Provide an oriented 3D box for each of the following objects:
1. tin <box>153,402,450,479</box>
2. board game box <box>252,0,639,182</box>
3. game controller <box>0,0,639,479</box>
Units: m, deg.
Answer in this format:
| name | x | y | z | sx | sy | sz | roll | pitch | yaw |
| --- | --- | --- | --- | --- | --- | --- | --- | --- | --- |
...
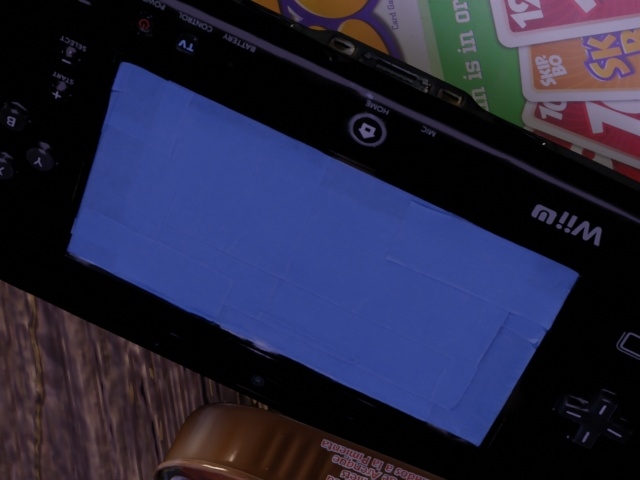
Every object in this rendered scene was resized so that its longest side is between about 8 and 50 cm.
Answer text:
| name | x | y | z | sx | sy | sz | roll | pitch | yaw |
| --- | --- | --- | --- | --- | --- | --- | --- | --- | --- |
| tin | 0.024 | 0.119 | 0.737 | 0.190 | 0.040 | 0.106 | 20 | 151 | 14 |
| board game box | 0.022 | -0.074 | 0.694 | 0.259 | 0.039 | 0.124 | 11 | 114 | 22 |
| game controller | 0.000 | 0.000 | 0.674 | 0.319 | 0.067 | 0.166 | 25 | 141 | 1 |
